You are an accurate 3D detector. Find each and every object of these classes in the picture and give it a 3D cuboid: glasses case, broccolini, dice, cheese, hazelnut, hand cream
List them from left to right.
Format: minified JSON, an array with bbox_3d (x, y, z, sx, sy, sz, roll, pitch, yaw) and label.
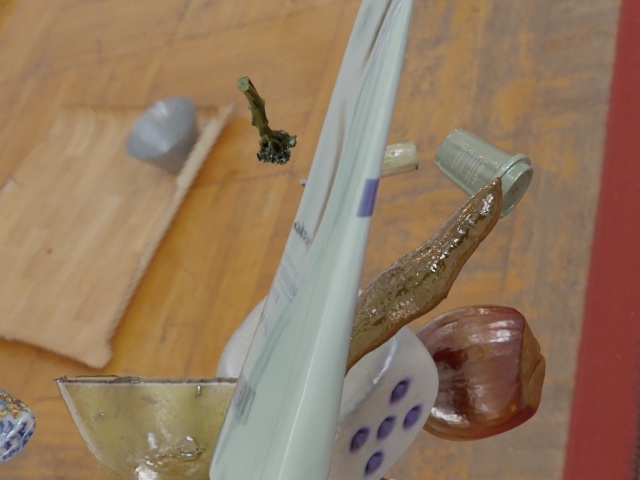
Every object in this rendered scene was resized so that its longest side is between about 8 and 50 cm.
[{"bbox_3d":[-0.463,0.199,1.371,0.248,0.065,0.087,19,53,25],"label":"glasses case"},{"bbox_3d":[-0.066,-0.124,1.179,0.042,0.218,0.044,23,83,14],"label":"broccolini"},{"bbox_3d":[0.000,0.000,0.600,0.109,0.067,0.320,-115,36,-74],"label":"hand cream"},{"bbox_3d":[0.010,0.166,1.286,0.193,0.194,0.192,34,75,31],"label":"dice"},{"bbox_3d":[0.057,-0.104,1.592,0.171,0.047,0.092,-14,3,14],"label":"cheese"},{"bbox_3d":[0.218,0.190,1.607,0.181,0.212,0.181,3,29,30],"label":"hazelnut"}]

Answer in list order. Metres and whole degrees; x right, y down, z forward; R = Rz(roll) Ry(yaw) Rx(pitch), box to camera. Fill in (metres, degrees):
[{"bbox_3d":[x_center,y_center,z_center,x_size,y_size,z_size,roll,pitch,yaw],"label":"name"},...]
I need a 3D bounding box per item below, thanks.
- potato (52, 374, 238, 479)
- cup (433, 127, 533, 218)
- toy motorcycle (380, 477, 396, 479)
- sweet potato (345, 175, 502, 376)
[{"bbox_3d":[-0.149,0.177,1.013,0.202,0.182,0.117,-5,84,36],"label":"potato"},{"bbox_3d":[0.256,-0.110,1.773,0.141,0.120,0.120,35,76,23],"label":"cup"},{"bbox_3d":[0.163,0.370,1.422,0.102,0.221,0.150,-57,32,8],"label":"toy motorcycle"},{"bbox_3d":[0.099,0.037,1.104,0.274,0.067,0.067,-45,41,-6],"label":"sweet potato"}]
